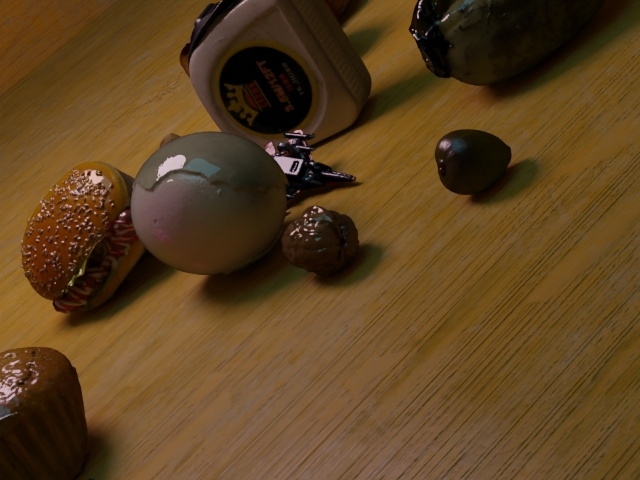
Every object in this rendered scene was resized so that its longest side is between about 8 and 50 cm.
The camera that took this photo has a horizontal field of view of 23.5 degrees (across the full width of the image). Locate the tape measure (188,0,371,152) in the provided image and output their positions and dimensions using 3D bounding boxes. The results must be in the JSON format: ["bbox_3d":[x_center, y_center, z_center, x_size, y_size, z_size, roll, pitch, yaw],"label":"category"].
[{"bbox_3d":[-0.081,-0.259,2.155,0.231,0.271,0.133,-22,25,28],"label":"tape measure"}]

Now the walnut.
[{"bbox_3d":[0.000,0.000,1.763,0.079,0.082,0.096,-14,9,-29],"label":"walnut"}]

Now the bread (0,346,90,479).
[{"bbox_3d":[-0.367,0.218,1.752,0.240,0.139,0.240,-29,22,13],"label":"bread"}]

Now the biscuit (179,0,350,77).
[{"bbox_3d":[-0.087,-0.367,2.659,0.334,0.081,0.289,-24,23,15],"label":"biscuit"}]

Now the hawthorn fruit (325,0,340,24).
[{"bbox_3d":[-0.059,-0.320,2.406,0.189,0.189,0.189,-30,22,13],"label":"hawthorn fruit"}]

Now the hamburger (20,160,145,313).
[{"bbox_3d":[-0.322,-0.006,2.116,0.210,0.173,0.116,-50,-23,23],"label":"hamburger"}]

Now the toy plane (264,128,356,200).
[{"bbox_3d":[-0.025,-0.089,2.003,0.189,0.061,0.130,3,66,54],"label":"toy plane"}]

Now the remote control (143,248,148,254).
[{"bbox_3d":[-0.278,-0.002,2.239,0.065,0.029,0.166,-40,17,-9],"label":"remote control"}]

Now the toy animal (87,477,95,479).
[{"bbox_3d":[-0.278,0.295,1.588,0.065,0.047,0.135,-17,32,56],"label":"toy animal"}]

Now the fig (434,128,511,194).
[{"bbox_3d":[0.172,-0.089,1.707,0.088,0.074,0.074,-12,17,-14],"label":"fig"}]

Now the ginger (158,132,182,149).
[{"bbox_3d":[-0.194,-0.048,2.122,0.115,0.081,0.205,-47,42,24],"label":"ginger"}]

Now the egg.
[{"bbox_3d":[-0.131,-0.048,1.902,0.183,0.183,0.217,-47,15,-28],"label":"egg"}]

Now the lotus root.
[{"bbox_3d":[0.259,-0.308,1.930,0.309,0.173,0.173,-35,21,0],"label":"lotus root"}]
